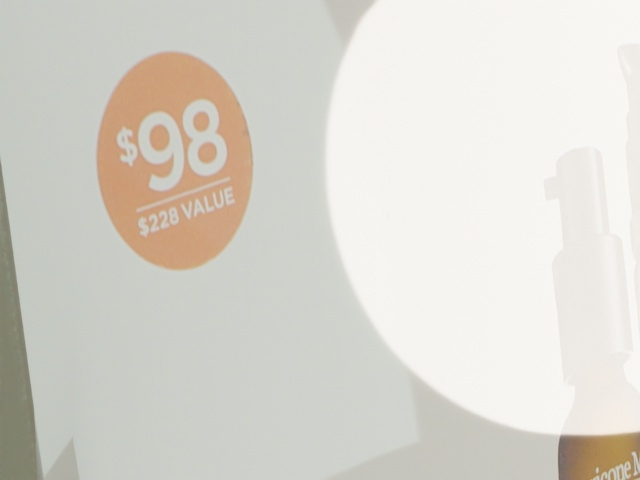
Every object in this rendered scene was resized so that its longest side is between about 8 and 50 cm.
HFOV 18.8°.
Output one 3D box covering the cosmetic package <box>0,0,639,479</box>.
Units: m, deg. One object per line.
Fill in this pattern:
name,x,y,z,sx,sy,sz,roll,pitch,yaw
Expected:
cosmetic package,0.027,0.017,0.542,0.377,0.097,0.284,-16,100,-50
